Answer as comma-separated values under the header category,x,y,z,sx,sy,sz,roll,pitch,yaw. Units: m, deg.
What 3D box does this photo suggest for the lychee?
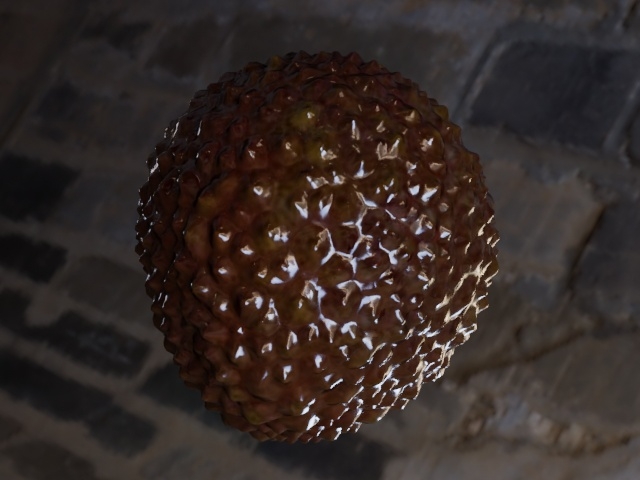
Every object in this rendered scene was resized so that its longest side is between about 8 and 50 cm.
category,x,y,z,sx,sy,sz,roll,pitch,yaw
lychee,0.000,0.000,1.044,0.276,0.304,0.276,18,159,7
